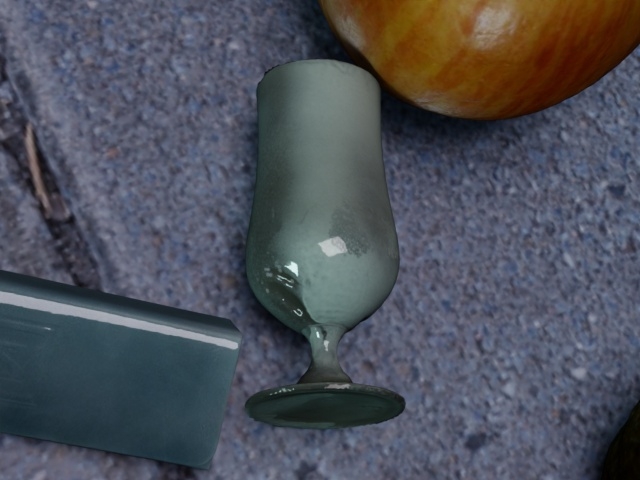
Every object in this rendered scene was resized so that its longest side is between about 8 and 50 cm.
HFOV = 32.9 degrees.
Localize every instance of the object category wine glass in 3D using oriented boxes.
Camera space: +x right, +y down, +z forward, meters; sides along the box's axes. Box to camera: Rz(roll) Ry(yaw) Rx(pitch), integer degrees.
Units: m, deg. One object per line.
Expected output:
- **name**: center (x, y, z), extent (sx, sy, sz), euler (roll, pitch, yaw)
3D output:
- **wine glass**: center (0.000, 0.000, 0.714), extent (0.103, 0.103, 0.231), euler (5, 66, -17)

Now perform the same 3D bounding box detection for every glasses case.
- **glasses case**: center (-0.185, 0.063, 0.654), extent (0.266, 0.056, 0.105), euler (13, 67, -13)

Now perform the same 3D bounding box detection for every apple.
- **apple**: center (0.125, -0.229, 0.763), extent (0.286, 0.233, 0.286), euler (6, 68, -16)

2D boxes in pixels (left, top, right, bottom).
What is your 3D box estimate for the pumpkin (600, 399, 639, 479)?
- **pumpkin**: center (0.313, 0.224, 0.715), extent (0.222, 0.139, 0.317), euler (-30, 84, -28)
